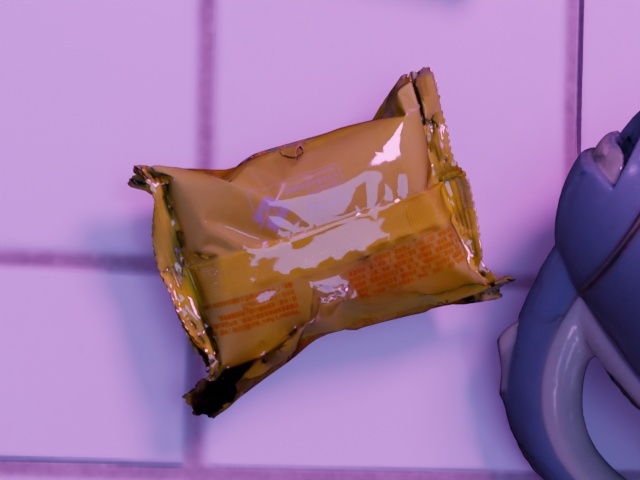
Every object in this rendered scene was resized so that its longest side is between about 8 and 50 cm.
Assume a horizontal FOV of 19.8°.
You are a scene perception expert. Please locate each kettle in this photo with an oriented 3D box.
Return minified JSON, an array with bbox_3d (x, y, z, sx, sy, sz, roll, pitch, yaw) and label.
[{"bbox_3d":[0.285,0.073,1.151,0.342,0.247,0.319,30,107,-2],"label":"kettle"}]

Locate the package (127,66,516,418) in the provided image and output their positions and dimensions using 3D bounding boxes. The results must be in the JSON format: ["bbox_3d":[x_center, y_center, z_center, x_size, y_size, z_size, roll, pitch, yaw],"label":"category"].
[{"bbox_3d":[0.000,0.000,1.147,0.226,0.090,0.168,-18,94,-10],"label":"package"}]
